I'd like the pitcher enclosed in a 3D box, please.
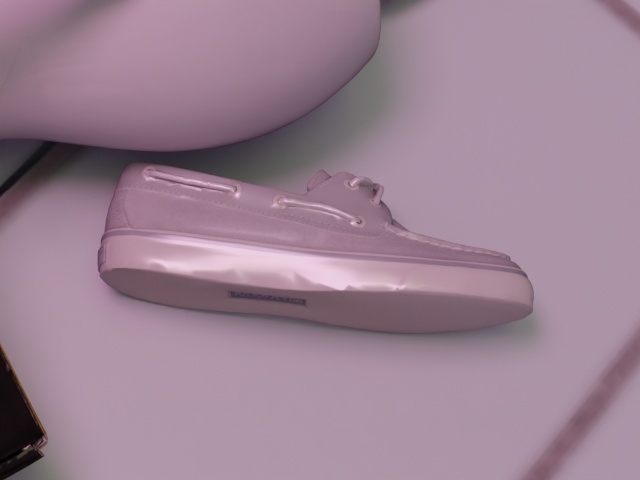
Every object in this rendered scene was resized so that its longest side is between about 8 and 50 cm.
[{"bbox_3d":[-0.080,-0.096,0.679,0.207,0.178,0.125,-14,85,-12],"label":"pitcher"}]

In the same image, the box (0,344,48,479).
[{"bbox_3d":[-0.282,-0.006,0.603,0.257,0.079,0.322,-28,106,-18],"label":"box"}]

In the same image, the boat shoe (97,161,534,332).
[{"bbox_3d":[0.000,0.000,0.725,0.184,0.066,0.063,5,72,3],"label":"boat shoe"}]
